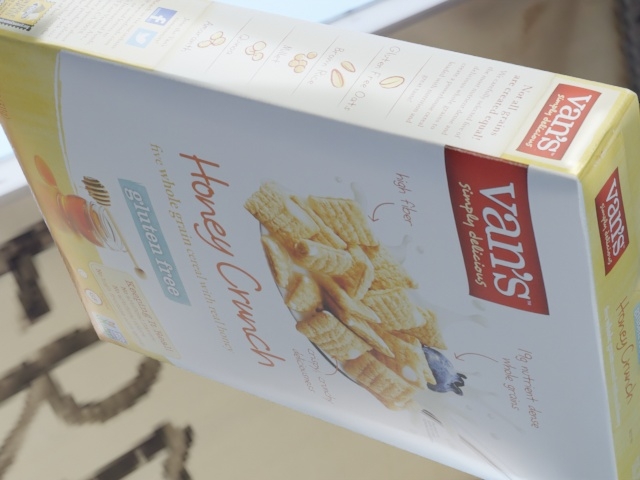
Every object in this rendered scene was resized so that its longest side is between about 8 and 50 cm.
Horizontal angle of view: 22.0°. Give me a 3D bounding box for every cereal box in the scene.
[{"bbox_3d":[0.000,0.000,0.576,0.240,0.047,0.173,16,-38,31],"label":"cereal box"}]
